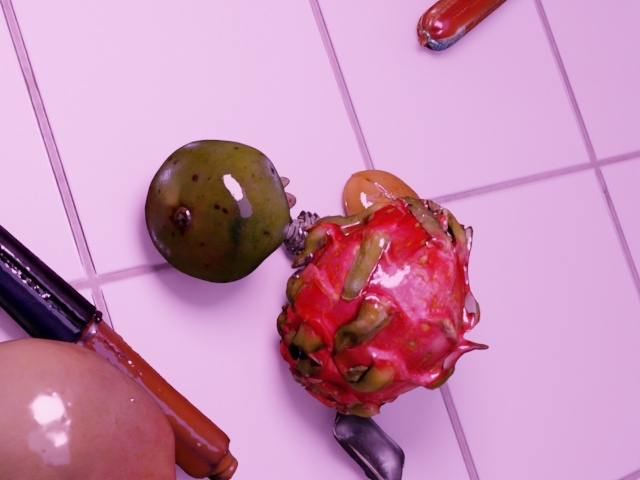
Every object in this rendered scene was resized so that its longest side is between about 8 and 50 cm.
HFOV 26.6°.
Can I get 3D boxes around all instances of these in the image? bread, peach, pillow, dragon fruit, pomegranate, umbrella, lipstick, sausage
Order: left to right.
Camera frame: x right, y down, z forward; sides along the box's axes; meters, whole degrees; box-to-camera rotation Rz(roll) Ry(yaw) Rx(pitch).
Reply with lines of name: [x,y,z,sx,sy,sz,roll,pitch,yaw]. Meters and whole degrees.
peach: [-0.288,0.243,1.412,0.292,0.247,0.292,5,68,-13]
lipstick: [-0.252,0.143,1.590,0.418,0.077,0.077,46,52,-17]
pomegranate: [-0.112,-0.041,1.710,0.225,0.187,0.187,-9,79,-56]
umbrella: [0.000,0.000,1.849,0.143,0.062,0.067,19,82,-37]
pillow: [0.066,0.273,1.803,0.135,0.055,0.091,51,49,-14]
dragon fruit: [0.078,0.081,1.751,0.231,0.237,0.302,27,88,-32]
bread: [0.109,-0.024,1.934,0.189,0.077,0.114,49,47,-10]
sausage: [0.231,-0.372,2.150,0.264,0.083,0.083,-42,101,-38]
